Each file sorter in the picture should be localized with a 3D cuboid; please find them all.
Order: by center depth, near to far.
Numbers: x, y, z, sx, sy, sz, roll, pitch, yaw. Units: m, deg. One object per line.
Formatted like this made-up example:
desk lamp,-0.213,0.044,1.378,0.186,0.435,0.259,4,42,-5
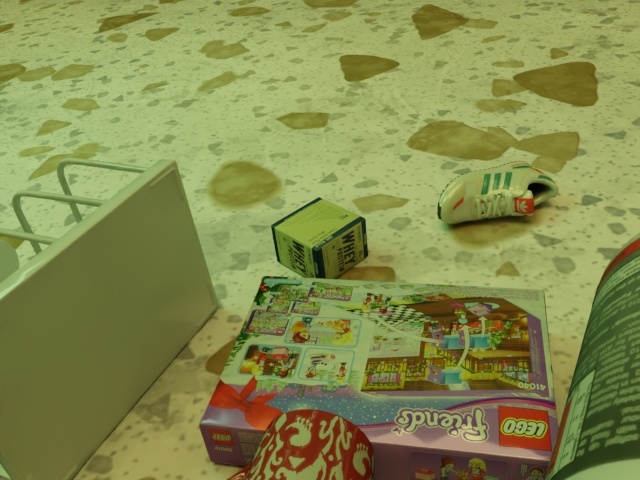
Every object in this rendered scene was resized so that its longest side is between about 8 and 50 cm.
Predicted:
file sorter,-0.263,0.064,0.620,0.173,0.193,0.278,8,38,25

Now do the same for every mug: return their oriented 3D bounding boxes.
mug,-0.035,0.204,0.441,0.150,0.113,0.169,21,35,1

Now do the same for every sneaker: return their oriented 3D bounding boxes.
sneaker,0.228,-0.055,0.807,0.161,0.057,0.075,-18,31,-20

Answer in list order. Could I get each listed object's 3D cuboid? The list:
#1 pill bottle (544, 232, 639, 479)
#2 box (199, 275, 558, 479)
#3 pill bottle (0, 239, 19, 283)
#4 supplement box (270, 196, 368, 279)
pill bottle,0.248,0.153,0.381,0.210,0.210,0.363,13,40,26
box,0.060,0.122,0.591,0.293,0.057,0.201,2,36,13
pill bottle,-0.471,0.019,0.795,0.184,0.103,0.103,11,39,25
supplement box,0.000,0.000,0.773,0.083,0.056,0.083,-33,42,-31
